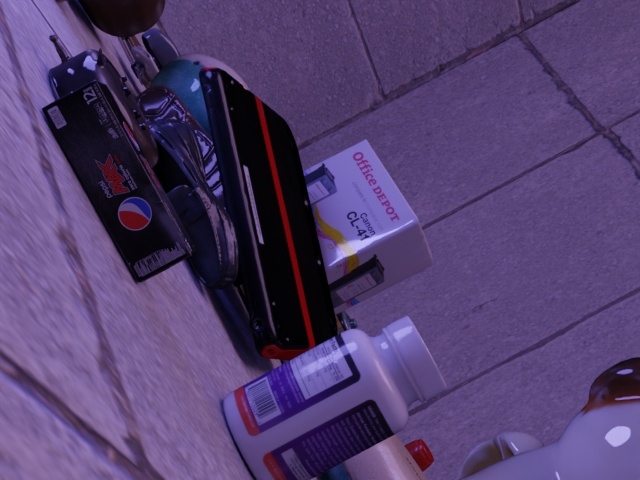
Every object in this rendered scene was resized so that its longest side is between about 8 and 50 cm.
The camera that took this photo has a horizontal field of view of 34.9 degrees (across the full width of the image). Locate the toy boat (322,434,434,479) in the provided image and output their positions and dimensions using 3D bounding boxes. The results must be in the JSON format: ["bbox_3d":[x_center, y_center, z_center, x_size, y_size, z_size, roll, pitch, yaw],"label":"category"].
[{"bbox_3d":[0.093,0.377,1.490,0.267,0.148,0.318,57,7,3],"label":"toy boat"}]

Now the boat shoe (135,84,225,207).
[{"bbox_3d":[-0.182,-0.109,1.463,0.257,0.095,0.095,62,-6,28],"label":"boat shoe"}]

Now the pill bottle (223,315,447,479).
[{"bbox_3d":[0.016,0.150,0.959,0.108,0.193,0.108,62,0,0],"label":"pill bottle"}]

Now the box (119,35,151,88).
[{"bbox_3d":[-0.344,-0.344,1.963,0.164,0.021,0.201,62,0,21],"label":"box"}]

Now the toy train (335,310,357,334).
[{"bbox_3d":[-0.016,0.166,2.183,0.190,0.142,0.334,-92,160,-59],"label":"toy train"}]

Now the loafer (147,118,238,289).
[{"bbox_3d":[-0.164,-0.043,1.225,0.078,0.076,0.223,-6,70,-51],"label":"loafer"}]

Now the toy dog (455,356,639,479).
[{"bbox_3d":[0.203,0.275,0.938,0.285,0.407,0.395,61,-1,38],"label":"toy dog"}]

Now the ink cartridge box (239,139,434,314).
[{"bbox_3d":[0.000,0.000,1.704,0.226,0.306,0.131,61,-1,39],"label":"ink cartridge box"}]

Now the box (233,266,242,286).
[{"bbox_3d":[-0.143,-0.042,1.563,0.158,0.093,0.156,63,1,42],"label":"box"}]

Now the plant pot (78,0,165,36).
[{"bbox_3d":[-0.302,-0.391,1.498,0.167,0.167,0.165,62,-8,12],"label":"plant pot"}]

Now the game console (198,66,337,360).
[{"bbox_3d":[-0.072,-0.022,1.427,0.342,0.060,0.387,23,53,-73],"label":"game console"}]

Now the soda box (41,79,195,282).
[{"bbox_3d":[-0.171,-0.051,0.876,0.169,0.053,0.060,62,-1,-5],"label":"soda box"}]

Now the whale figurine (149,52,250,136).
[{"bbox_3d":[-0.197,-0.163,1.646,0.216,0.141,0.272,23,-42,24],"label":"whale figurine"}]

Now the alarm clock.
[{"bbox_3d":[-0.201,-0.111,1.006,0.129,0.064,0.192,62,-3,38],"label":"alarm clock"}]

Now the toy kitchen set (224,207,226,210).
[{"bbox_3d":[-0.146,0.006,1.316,0.083,0.068,0.075,-90,177,-65],"label":"toy kitchen set"}]

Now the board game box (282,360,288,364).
[{"bbox_3d":[0.006,0.273,1.715,0.194,0.060,0.194,62,1,-46],"label":"board game box"}]

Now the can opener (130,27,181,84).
[{"bbox_3d":[-0.244,-0.227,1.760,0.074,0.093,0.280,31,-30,51],"label":"can opener"}]
